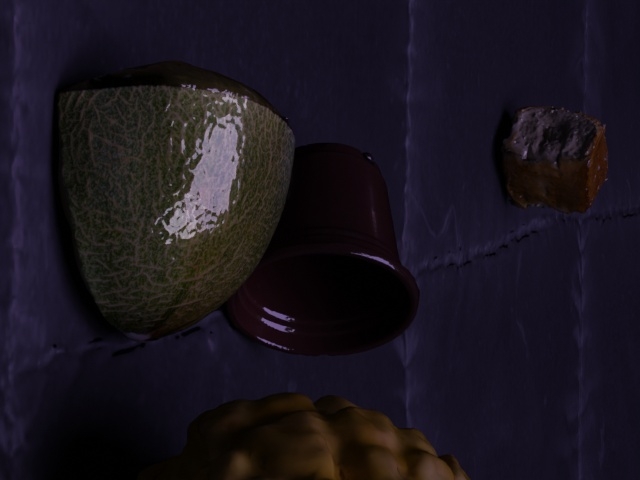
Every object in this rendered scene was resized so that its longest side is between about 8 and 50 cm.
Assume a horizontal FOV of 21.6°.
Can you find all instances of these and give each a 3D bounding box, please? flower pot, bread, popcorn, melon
[{"bbox_3d":[0.000,0.000,0.950,0.111,0.111,0.089,59,24,-51],"label":"flower pot"},{"bbox_3d":[0.196,-0.071,1.399,0.070,0.083,0.077,80,28,-46],"label":"bread"},{"bbox_3d":[-0.017,0.186,0.778,0.250,0.190,0.250,-157,-90,-78],"label":"popcorn"},{"bbox_3d":[-0.059,-0.012,0.819,0.160,0.079,0.128,31,62,-64],"label":"melon"}]
